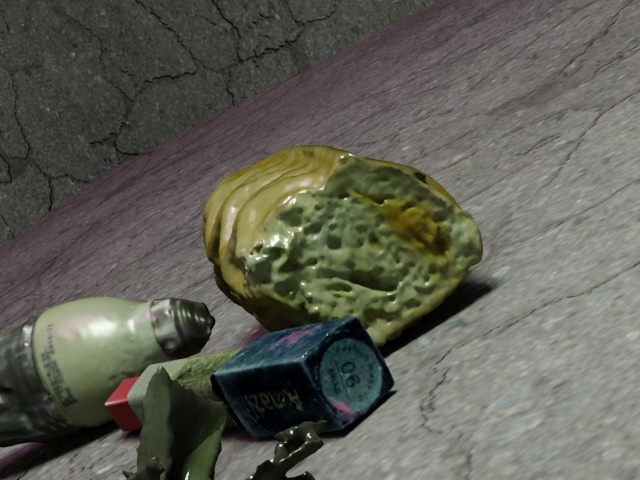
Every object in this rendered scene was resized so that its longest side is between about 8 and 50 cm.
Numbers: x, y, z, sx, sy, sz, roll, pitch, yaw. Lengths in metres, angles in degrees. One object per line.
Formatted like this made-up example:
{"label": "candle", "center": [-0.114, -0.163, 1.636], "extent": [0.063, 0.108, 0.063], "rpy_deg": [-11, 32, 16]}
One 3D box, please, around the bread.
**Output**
{"label": "bread", "center": [0.000, 0.000, 1.024], "extent": [0.152, 0.130, 0.267], "rpy_deg": [5, 4, -13]}

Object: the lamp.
{"label": "lamp", "center": [-0.196, 0.101, 1.145], "extent": [0.250, 0.101, 0.101], "rpy_deg": [-23, 13, 19]}

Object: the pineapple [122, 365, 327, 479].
{"label": "pineapple", "center": [-0.096, 0.158, 0.565], "extent": [0.119, 0.130, 0.277], "rpy_deg": [-8, 20, 32]}

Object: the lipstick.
{"label": "lipstick", "center": [-0.068, 0.097, 0.960], "extent": [0.051, 0.051, 0.312], "rpy_deg": [-39, 13, -32]}
